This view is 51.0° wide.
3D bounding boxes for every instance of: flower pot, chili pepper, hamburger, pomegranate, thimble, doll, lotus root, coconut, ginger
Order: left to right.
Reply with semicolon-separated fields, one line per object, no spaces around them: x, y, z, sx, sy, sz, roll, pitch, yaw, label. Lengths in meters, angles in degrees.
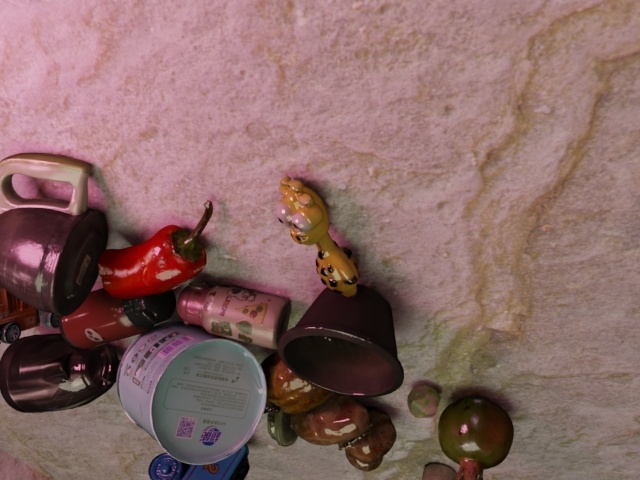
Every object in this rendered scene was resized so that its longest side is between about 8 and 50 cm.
-0.316;0.039;1.426;0.338;0.131;0.134;-19;156;30;chili pepper
-0.101;0.493;1.847;0.062;0.140;0.133;-2;170;25;hamburger
-0.051;0.334;1.639;0.314;0.141;0.169;-29;123;33;lotus root
0.000;0.001;1.274;0.117;0.086;0.291;24;152;48;doll
0.058;0.198;1.407;0.268;0.166;0.269;13;141;10;flower pot
0.079;0.500;1.757;0.304;0.155;0.244;40;136;-21;ginger
0.248;0.388;1.617;0.081;0.082;0.083;14;-169;-31;coconut
0.339;0.704;1.932;0.102;0.090;0.115;22;139;-7;thimble
0.356;0.479;1.559;0.181;0.224;0.181;10;147;6;pomegranate

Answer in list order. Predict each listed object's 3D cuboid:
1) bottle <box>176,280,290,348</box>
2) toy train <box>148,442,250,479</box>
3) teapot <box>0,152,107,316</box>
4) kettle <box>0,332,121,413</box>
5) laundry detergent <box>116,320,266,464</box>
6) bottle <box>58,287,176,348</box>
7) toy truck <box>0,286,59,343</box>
-0.202;0.163;1.524;0.253;0.120;0.120;12;140;10;bottle
-0.374;0.724;2.106;0.265;0.300;0.188;21;143;17;toy train
-0.601;-0.006;1.405;0.239;0.240;0.322;17;140;2;teapot
-0.702;0.386;1.956;0.324;0.229;0.321;-10;158;27;kettle
-0.324;0.349;1.619;0.287;0.287;0.305;45;160;-27;laundry detergent
-0.493;0.178;1.652;0.336;0.144;0.144;-15;129;35;bottle
-0.778;0.158;1.652;0.136;0.305;0.162;3;98;20;toy truck
